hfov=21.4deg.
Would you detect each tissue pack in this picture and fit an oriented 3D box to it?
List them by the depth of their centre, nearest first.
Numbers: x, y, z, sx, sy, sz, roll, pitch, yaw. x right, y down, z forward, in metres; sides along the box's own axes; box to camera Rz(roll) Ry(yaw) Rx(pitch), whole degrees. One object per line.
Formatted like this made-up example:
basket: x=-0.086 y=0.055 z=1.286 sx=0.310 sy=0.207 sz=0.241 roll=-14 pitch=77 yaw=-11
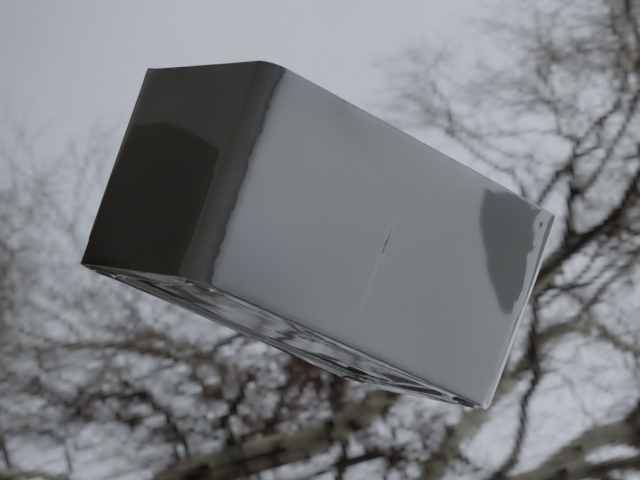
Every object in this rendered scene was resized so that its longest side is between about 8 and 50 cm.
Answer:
tissue pack: x=-0.001 y=0.000 z=1.068 sx=0.159 sy=0.246 sz=0.136 roll=5 pitch=-108 yaw=55
